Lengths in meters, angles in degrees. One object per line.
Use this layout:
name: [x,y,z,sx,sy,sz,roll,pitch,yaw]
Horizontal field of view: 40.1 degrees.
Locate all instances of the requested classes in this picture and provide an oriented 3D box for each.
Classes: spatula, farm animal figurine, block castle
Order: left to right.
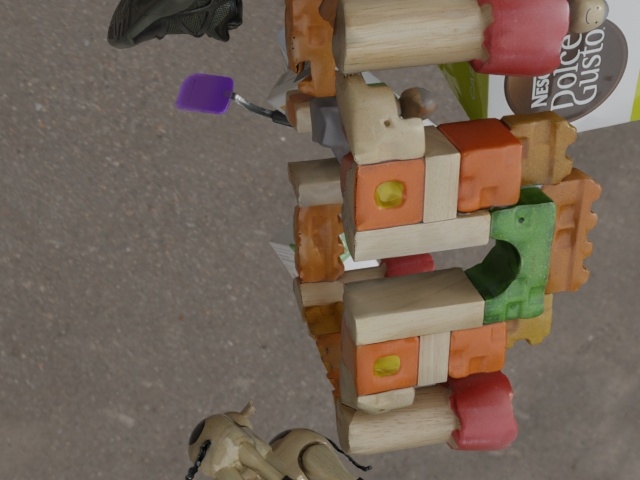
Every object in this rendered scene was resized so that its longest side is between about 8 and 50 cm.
farm animal figurine: [-0.086,0.295,0.988,0.327,0.172,0.330,-15,134,-50]
spatula: [-0.104,-0.233,1.551,0.297,0.030,0.084,15,64,-8]
block castle: [0.096,-0.050,0.798,0.213,0.303,0.453,-7,121,-10]

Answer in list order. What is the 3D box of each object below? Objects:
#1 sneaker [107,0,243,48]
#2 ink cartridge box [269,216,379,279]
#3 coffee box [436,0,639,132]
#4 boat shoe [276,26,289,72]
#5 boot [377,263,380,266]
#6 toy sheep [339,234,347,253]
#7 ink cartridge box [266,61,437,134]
sneaker: [-0.191,-0.300,1.183,0.130,0.228,0.087,21,62,-41]
ink cartridge box: [0.042,0.085,1.909,0.117,0.201,0.278,-42,115,-21]
coffee box: [0.291,-0.355,0.991,0.335,0.338,0.337,-12,132,-5]
boat shoe: [-0.020,-0.318,1.723,0.095,0.258,0.084,-13,144,-1]
boot: [0.140,0.079,1.493,0.106,0.037,0.114,-27,122,-34]
toy sheep: [0.000,0.000,1.538,0.091,0.132,0.091,-1,94,-11]
ink cartridge box: [0.108,-0.138,1.304,0.371,0.176,0.069,37,72,-20]
